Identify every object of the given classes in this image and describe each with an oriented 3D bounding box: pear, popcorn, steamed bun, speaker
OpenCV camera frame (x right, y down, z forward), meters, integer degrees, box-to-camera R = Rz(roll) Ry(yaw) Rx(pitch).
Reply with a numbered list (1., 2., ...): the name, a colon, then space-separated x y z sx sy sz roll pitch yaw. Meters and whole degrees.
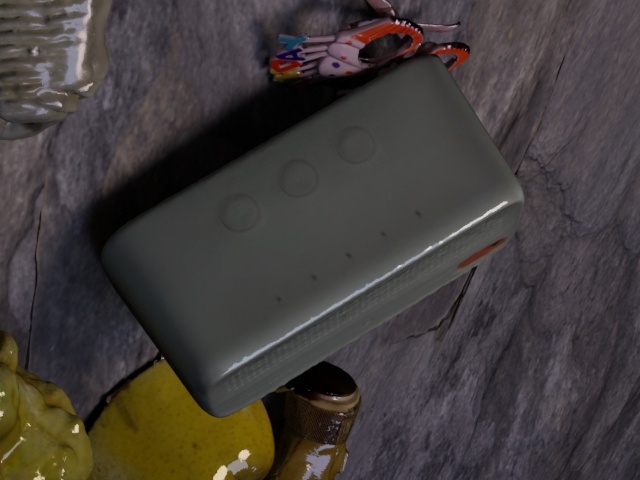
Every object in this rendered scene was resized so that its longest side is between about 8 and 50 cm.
1. pear: -0.147 0.268 1.657 0.267 0.178 0.267 -24 136 -25
2. popcorn: -0.359 0.217 1.353 0.286 0.215 0.252 -28 109 -28
3. steamed bun: -0.266 -0.185 1.103 0.211 0.144 0.218 -4 105 -8
4. speaker: 0.000 0.000 1.468 0.406 0.184 0.183 -31 160 -9

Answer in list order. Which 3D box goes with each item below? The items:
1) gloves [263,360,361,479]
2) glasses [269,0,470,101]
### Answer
1. gloves: -0.046 0.315 1.831 0.141 0.154 0.331 7 111 -48
2. glasses: 0.042 -0.204 1.498 0.162 0.095 0.255 -32 155 26
